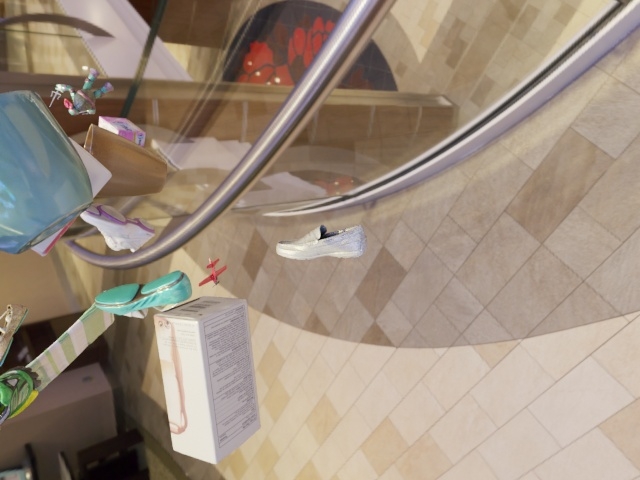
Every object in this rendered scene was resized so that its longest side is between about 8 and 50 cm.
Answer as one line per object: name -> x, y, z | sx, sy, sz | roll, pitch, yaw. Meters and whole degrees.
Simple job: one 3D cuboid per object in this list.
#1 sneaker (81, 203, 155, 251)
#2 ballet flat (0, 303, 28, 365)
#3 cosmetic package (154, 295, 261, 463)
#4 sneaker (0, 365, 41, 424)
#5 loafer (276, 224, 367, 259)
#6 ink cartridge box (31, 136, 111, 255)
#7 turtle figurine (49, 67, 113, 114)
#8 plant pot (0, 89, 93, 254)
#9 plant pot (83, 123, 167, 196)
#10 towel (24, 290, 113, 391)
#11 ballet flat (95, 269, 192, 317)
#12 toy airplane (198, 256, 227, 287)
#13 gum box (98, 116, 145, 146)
sneaker -> -0.741, -0.030, 1.720 | 0.152, 0.305, 0.114 | -46, 59, 7
ballet flat -> -0.987, 0.289, 1.487 | 0.073, 0.067, 0.206 | -32, 41, 33
cosmetic package -> -0.230, 0.278, 0.994 | 0.129, 0.153, 0.296 | 0, 99, 31
sneaker -> -0.878, 0.463, 1.194 | 0.134, 0.343, 0.146 | 39, 177, 1
loafer -> 0.000, 0.000, 1.626 | 0.320, 0.112, 0.111 | -4, 106, 14
ink cartridge box -> -0.806, -0.161, 1.301 | 0.385, 0.160, 0.279 | 20, 70, 34
turtle figurine -> -0.970, -0.583, 1.956 | 0.118, 0.234, 0.175 | 28, 162, 31
plant pot -> -0.613, -0.116, 0.962 | 0.293, 0.293, 0.235 | -19, 113, 51
plant pot -> -0.664, -0.241, 1.619 | 0.237, 0.254, 0.237 | -25, 60, 52
towel -> -0.790, 0.321, 1.518 | 0.038, 0.325, 0.248 | 37, 144, 2
ballet flat -> -0.416, 0.143, 1.137 | 0.247, 0.083, 0.087 | -15, 119, 12
toy airplane -> -0.434, 0.128, 1.945 | 0.028, 0.151, 0.151 | 26, 120, 32
gum box -> -0.780, -0.428, 1.867 | 0.188, 0.107, 0.062 | 35, 119, 36
